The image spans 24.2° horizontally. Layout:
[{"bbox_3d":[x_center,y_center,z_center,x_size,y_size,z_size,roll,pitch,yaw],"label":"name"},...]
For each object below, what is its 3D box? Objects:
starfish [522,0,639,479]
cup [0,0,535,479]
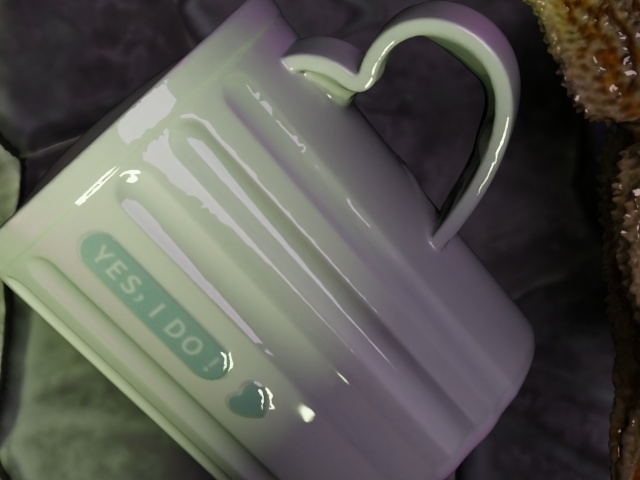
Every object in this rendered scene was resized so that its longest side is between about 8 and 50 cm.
[{"bbox_3d":[0.151,-0.019,0.672,0.084,0.301,0.293,-9,87,16],"label":"starfish"},{"bbox_3d":[-0.010,0.010,0.633,0.202,0.221,0.167,47,56,-9],"label":"cup"}]
